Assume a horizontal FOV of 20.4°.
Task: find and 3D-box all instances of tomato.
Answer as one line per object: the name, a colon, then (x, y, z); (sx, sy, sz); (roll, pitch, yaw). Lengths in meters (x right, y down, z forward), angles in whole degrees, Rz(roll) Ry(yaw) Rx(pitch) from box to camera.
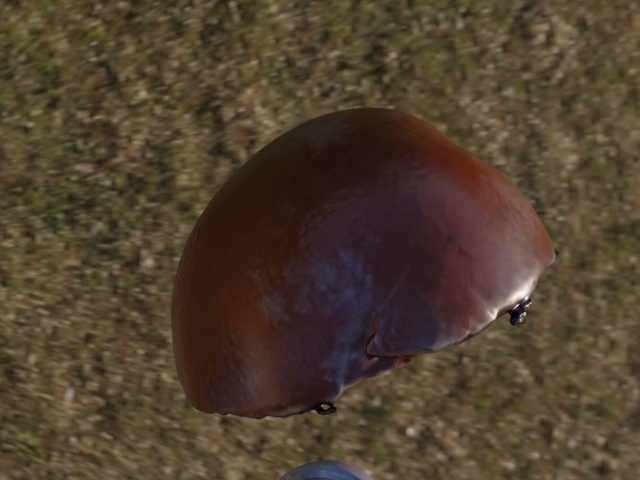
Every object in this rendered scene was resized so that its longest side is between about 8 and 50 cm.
tomato: (0.000, 0.000, 0.915); (0.199, 0.228, 0.112); (-31, 106, -26)

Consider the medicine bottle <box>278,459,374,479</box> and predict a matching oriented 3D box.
medicine bottle: (-0.059, 0.251, 1.127); (0.108, 0.426, 0.108); (4, 101, 18)
